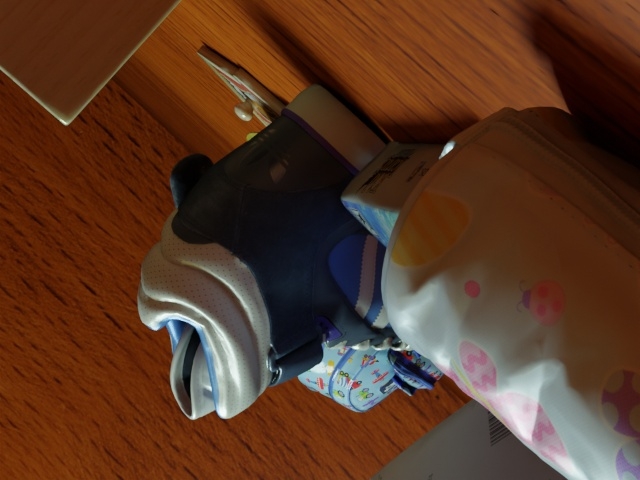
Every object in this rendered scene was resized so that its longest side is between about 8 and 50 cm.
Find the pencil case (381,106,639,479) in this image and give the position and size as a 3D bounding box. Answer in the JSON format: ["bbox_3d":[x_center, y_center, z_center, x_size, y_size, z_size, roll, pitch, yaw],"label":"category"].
[{"bbox_3d":[0.140,0.058,0.496,0.273,0.113,0.124,40,166,39],"label":"pencil case"}]

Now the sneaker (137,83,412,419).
[{"bbox_3d":[-0.009,0.051,1.083,0.130,0.236,0.323,41,176,40],"label":"sneaker"}]

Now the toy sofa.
[{"bbox_3d":[-0.204,-0.199,1.008,0.177,0.150,0.362,43,177,-15],"label":"toy sofa"}]

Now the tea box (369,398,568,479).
[{"bbox_3d":[0.214,0.318,1.107,0.323,0.220,0.329,45,-159,-16],"label":"tea box"}]

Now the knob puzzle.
[{"bbox_3d":[-0.028,-0.090,1.338,0.213,0.030,0.213,43,176,4],"label":"knob puzzle"}]

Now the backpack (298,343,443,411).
[{"bbox_3d":[0.064,0.104,1.462,0.117,0.173,0.158,42,176,23],"label":"backpack"}]

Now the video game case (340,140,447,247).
[{"bbox_3d":[0.141,0.052,0.865,0.269,0.061,0.244,44,176,-8],"label":"video game case"}]

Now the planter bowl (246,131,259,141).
[{"bbox_3d":[0.000,0.000,1.293,0.217,0.090,0.217,33,172,5],"label":"planter bowl"}]
